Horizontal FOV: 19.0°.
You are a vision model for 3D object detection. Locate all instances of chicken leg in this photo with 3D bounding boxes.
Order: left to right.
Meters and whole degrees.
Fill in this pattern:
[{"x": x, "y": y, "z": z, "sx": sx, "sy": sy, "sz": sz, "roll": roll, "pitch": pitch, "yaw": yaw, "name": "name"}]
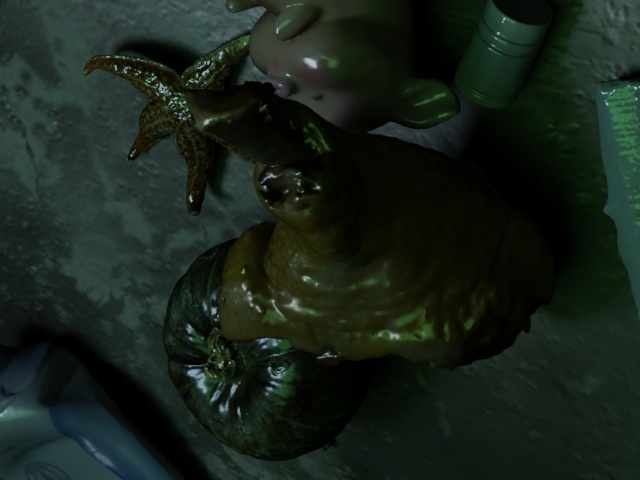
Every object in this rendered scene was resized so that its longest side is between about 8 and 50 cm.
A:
[{"x": 0.000, "y": 0.000, "z": 1.626, "sx": 0.295, "sy": 0.182, "sz": 0.409, "roll": -21, "pitch": 143, "yaw": 30, "name": "chicken leg"}]

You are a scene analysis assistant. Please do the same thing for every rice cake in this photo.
[{"x": 0.302, "y": -0.030, "z": 1.604, "sx": 0.127, "sy": 0.043, "sz": 0.237, "roll": 0, "pitch": 116, "yaw": 35, "name": "rice cake"}]

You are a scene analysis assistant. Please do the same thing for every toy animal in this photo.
[{"x": 0.002, "y": -0.202, "z": 1.629, "sx": 0.166, "sy": 0.154, "sz": 0.250, "roll": 44, "pitch": 161, "yaw": 57, "name": "toy animal"}]

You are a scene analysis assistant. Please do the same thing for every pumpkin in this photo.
[{"x": -0.055, "y": 0.106, "z": 1.848, "sx": 0.224, "sy": 0.157, "sz": 0.223, "roll": 14, "pitch": 115, "yaw": 34, "name": "pumpkin"}]

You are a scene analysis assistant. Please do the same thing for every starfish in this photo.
[{"x": -0.123, "y": -0.129, "z": 1.820, "sx": 0.213, "sy": 0.057, "sz": 0.238, "roll": 39, "pitch": 133, "yaw": -2, "name": "starfish"}]

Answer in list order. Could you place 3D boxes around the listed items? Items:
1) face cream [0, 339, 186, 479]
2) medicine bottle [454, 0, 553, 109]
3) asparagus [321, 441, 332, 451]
[{"x": -0.240, "y": 0.274, "z": 2.125, "sx": 0.235, "sy": 0.137, "sz": 0.420, "roll": -29, "pitch": 110, "yaw": 40, "name": "face cream"}, {"x": 0.154, "y": -0.162, "z": 1.611, "sx": 0.058, "sy": 0.058, "sz": 0.091, "roll": 33, "pitch": 131, "yaw": 13, "name": "medicine bottle"}, {"x": -0.028, "y": 0.170, "z": 1.963, "sx": 0.114, "sy": 0.014, "sz": 0.015, "roll": 49, "pitch": 131, "yaw": -1, "name": "asparagus"}]
